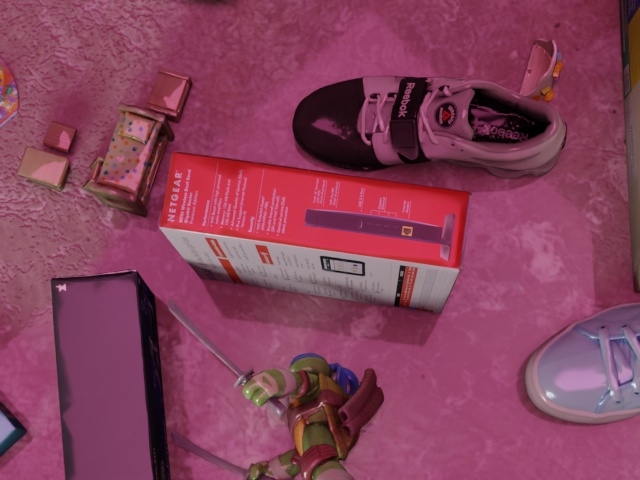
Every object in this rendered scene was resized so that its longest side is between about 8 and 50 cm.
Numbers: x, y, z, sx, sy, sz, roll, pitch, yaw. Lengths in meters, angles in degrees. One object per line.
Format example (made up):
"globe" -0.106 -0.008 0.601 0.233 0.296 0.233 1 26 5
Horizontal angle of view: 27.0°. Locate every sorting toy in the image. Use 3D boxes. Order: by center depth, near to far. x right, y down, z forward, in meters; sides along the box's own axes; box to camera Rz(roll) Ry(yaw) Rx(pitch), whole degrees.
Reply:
"sorting toy" 0.273 -0.209 1.620 0.045 0.075 0.083 17 80 5

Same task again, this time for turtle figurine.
"turtle figurine" -0.053 0.237 1.467 0.274 0.266 0.198 13 121 -28

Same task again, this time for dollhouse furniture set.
"dollhouse furniture set" -0.263 -0.144 1.606 0.161 0.101 0.182 16 80 4

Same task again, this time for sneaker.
"sneaker" 0.415 0.111 1.512 0.366 0.150 0.135 -14 70 -4
"sneaker" 0.129 -0.149 1.579 0.330 0.146 0.122 2 80 3

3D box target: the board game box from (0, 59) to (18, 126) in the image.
"board game box" -0.464 -0.174 1.651 0.168 0.033 0.133 -41 81 -7

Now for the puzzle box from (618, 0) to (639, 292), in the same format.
"puzzle box" 0.398 -0.161 1.509 0.052 0.272 0.409 -1 79 1

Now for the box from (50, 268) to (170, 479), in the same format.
"box" -0.232 0.178 1.501 0.103 0.184 0.261 -7 79 0

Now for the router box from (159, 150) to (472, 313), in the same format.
"router box" 0.000 0.000 1.453 0.301 0.335 0.082 8 80 3

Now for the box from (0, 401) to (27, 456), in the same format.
"box" -0.470 0.270 1.550 0.244 0.060 0.100 -44 81 -7
